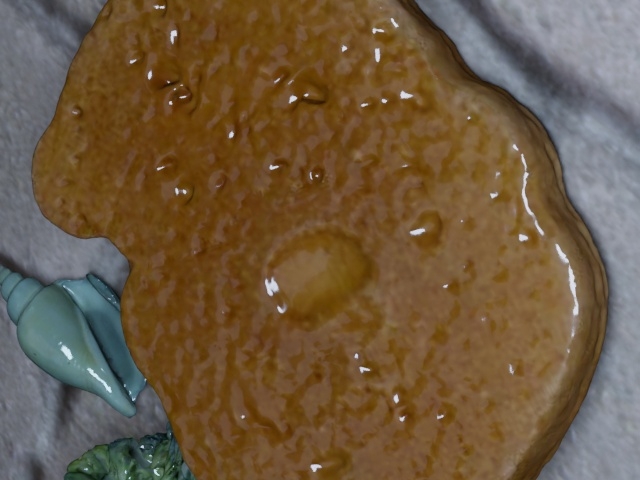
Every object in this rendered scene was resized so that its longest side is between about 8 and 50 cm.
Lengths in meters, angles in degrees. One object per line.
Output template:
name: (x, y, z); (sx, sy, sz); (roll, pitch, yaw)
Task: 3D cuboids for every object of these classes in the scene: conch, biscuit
conch: (-0.205, 0.070, 1.537); (0.180, 0.088, 0.065); (41, 174, 11)
biscuit: (0.000, 0.000, 1.271); (0.349, 0.078, 0.455); (-35, 80, 31)

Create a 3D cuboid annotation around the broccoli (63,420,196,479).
broccoli: (-0.137, 0.250, 1.400); (0.198, 0.275, 0.177); (44, 155, 7)
